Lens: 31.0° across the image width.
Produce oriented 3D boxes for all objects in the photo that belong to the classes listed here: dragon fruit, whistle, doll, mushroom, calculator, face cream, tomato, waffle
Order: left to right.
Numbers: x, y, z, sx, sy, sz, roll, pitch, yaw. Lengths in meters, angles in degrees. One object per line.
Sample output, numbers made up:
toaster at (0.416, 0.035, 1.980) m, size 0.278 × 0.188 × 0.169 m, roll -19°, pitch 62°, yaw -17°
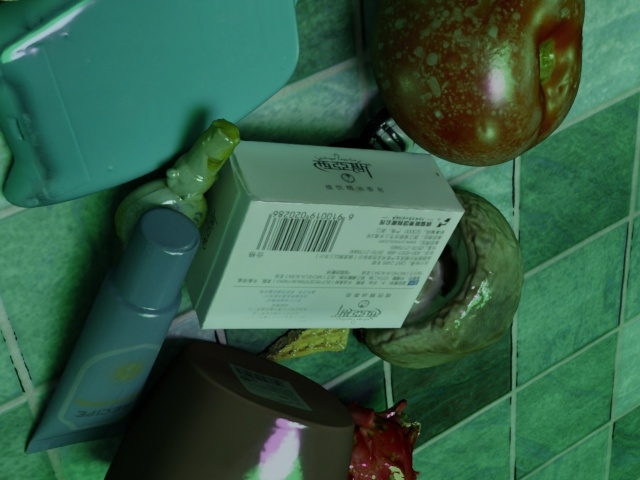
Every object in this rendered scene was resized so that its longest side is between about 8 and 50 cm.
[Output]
face cream at (-0.229, 0.120, 1.315) m, size 0.135 × 0.086 × 0.385 m, roll -6°, pitch 140°, yaw -37°
calculator at (-0.171, -0.190, 1.191) m, size 0.386 × 0.054 × 0.256 m, roll -32°, pitch 135°, yaw -22°
whistle at (-0.153, -0.061, 1.254) m, size 0.104 × 0.057 × 0.198 m, roll -1°, pitch 141°, yaw -44°
waffle at (-0.020, 0.117, 1.553) m, size 0.152 × 0.023 × 0.098 m, roll -9°, pitch 123°, yaw -34°
dragon fruit at (0.039, 0.329, 1.633) m, size 0.268 × 0.210 × 0.205 m, roll -34°, pitch 154°, yaw -24°
doll at (0.054, -0.106, 1.423) m, size 0.219 × 0.067 × 0.091 m, roll -33°, pitch 147°, yaw -13°
mushroom at (0.186, 0.082, 1.594) m, size 0.267 × 0.164 × 0.189 m, roll -51°, pitch 136°, yaw 2°
tomato at (0.174, -0.223, 1.323) m, size 0.270 × 0.222 × 0.270 m, roll -37°, pitch 137°, yaw -45°

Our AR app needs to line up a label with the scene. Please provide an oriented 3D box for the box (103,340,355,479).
box at (-0.102, 0.266, 1.406) m, size 0.301 × 0.301 × 0.216 m, roll 18°, pitch 96°, yaw -45°

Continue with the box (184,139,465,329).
box at (-0.001, -0.002, 1.350) m, size 0.274 × 0.116 × 0.203 m, roll 1°, pitch 133°, yaw -26°
